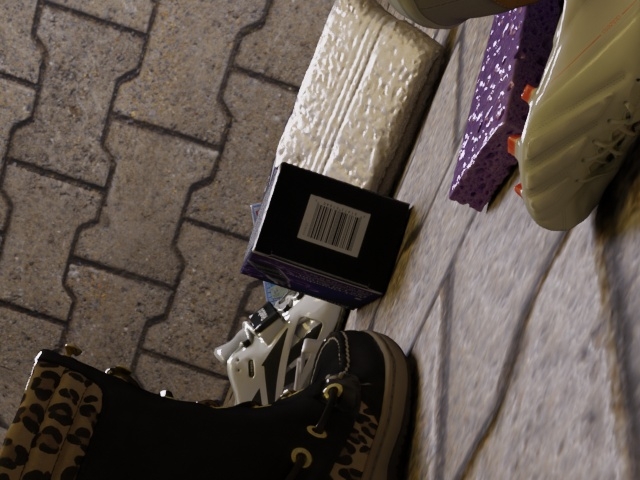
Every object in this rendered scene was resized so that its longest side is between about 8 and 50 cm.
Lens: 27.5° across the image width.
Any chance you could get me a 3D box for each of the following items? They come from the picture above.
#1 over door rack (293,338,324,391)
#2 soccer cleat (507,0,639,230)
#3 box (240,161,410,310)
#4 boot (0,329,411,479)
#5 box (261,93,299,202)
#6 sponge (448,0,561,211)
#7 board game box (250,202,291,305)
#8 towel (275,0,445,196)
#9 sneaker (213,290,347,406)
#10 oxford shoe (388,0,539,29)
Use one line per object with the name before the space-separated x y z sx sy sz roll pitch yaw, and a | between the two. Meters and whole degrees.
over door rack | -0.071 0.284 1.458 0.240 0.108 0.324 -77 8 -48
soccer cleat | 0.143 -0.074 0.637 0.068 0.076 0.196 -33 -37 -36
box | 0.000 0.000 1.486 0.207 0.153 0.108 126 161 -79
boot | -0.084 0.152 1.005 0.377 0.284 0.138 -79 9 -59
box | 0.009 -0.115 1.889 0.270 0.143 0.165 129 159 -76
sponge | 0.149 -0.137 1.005 0.117 0.031 0.210 117 172 -59
board game box | -0.043 0.034 1.878 0.194 0.060 0.194 -31 -70 -79
towel | 0.045 -0.155 1.633 0.187 0.049 0.282 42 119 37
sneaker | -0.056 0.132 1.689 0.122 0.146 0.331 140 150 -84
oxford shoe | 0.184 -0.341 0.922 0.130 0.169 0.449 11 70 42
